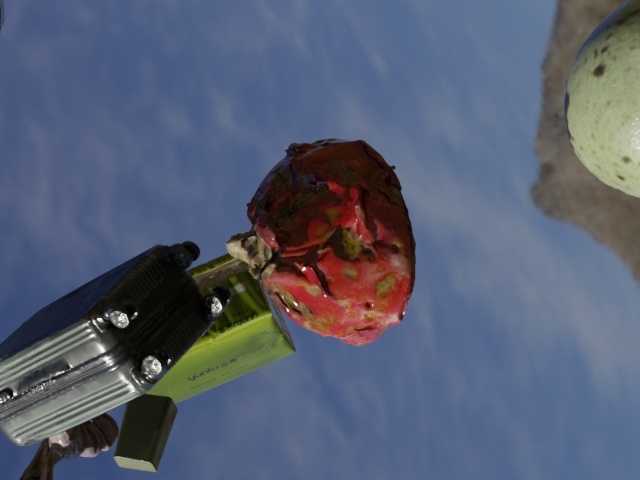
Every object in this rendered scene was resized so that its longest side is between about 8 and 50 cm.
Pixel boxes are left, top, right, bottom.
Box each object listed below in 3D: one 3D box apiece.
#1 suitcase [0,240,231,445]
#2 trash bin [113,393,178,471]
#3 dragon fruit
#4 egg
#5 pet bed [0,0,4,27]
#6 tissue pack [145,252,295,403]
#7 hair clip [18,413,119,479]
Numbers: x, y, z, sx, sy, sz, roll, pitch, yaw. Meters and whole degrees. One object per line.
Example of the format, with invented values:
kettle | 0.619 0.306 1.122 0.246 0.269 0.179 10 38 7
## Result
suitcase | -0.272 0.129 1.821 0.128 0.312 0.202 56 -143 -11
trash bin | -0.228 0.249 1.934 0.043 0.061 0.092 73 -153 -57
dragon fruit | 0.000 0.000 1.748 0.211 0.134 0.262 -14 -96 -35
egg | 0.502 -0.213 1.989 0.287 0.379 0.287 38 -153 -24
pet bed | -0.522 -0.318 2.135 0.159 0.183 0.211 24 -167 -19
tissue pack | -0.209 0.157 2.609 0.200 0.275 0.167 63 -177 -63
hair clip | -0.369 0.280 2.117 0.173 0.069 0.300 46 -125 -43
